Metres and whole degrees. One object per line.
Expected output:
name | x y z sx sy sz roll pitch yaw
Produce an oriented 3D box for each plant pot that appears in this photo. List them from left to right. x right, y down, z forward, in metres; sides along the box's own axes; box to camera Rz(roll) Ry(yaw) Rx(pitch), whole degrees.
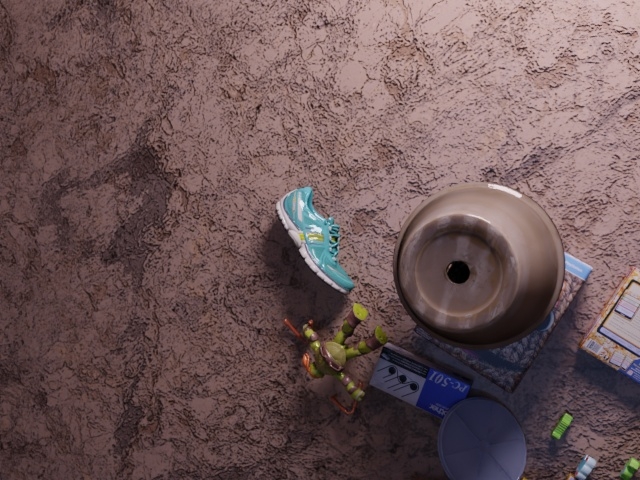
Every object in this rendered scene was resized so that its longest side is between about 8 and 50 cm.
plant pot | 0.258 0.050 1.108 0.323 0.280 0.323 0 91 21

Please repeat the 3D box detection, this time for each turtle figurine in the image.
turtle figurine | 0.031 0.242 1.423 0.217 0.087 0.269 -46 68 24

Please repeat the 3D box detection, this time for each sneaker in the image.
sneaker | 0.000 0.000 1.448 0.110 0.107 0.275 -33 80 8

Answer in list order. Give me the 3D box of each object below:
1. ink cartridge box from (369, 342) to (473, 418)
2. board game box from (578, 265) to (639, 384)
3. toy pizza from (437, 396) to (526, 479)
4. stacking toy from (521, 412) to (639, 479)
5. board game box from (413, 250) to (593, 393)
ink cartridge box | 0.221 0.314 1.400 0.207 0.046 0.097 23 100 18
board game box | 0.631 0.171 1.249 0.146 0.045 0.194 34 102 16
toy pizza | 0.336 0.432 1.323 0.201 0.032 0.201 5 70 -13
stacking toy | 0.519 0.494 1.293 0.167 0.052 0.221 31 101 16
board game box | 0.370 0.117 1.291 0.232 0.141 0.291 31 101 17
